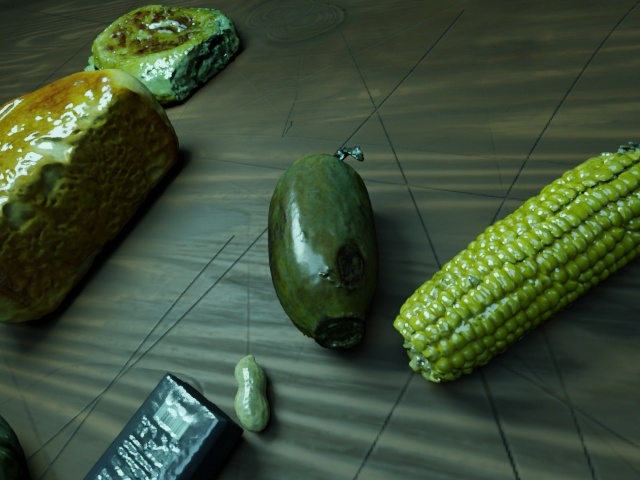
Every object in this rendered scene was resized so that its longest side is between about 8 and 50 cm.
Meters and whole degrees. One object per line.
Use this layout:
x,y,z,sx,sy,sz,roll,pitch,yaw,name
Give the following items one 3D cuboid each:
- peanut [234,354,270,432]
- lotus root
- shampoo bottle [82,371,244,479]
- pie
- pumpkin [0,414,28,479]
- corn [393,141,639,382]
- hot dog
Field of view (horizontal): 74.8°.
-0.073,0.160,0.445,0.037,0.037,0.083,-18,45,6,peanut
0.000,0.000,0.477,0.123,0.123,0.240,-2,51,-1,lotus root
-0.204,0.280,0.379,0.098,0.071,0.309,24,66,30,shampoo bottle
-0.345,-0.417,0.916,0.289,0.102,0.354,32,68,28,pie
-0.419,0.269,0.405,0.238,0.159,0.237,-12,31,8,pumpkin
0.209,0.019,0.406,0.318,0.115,0.115,-34,52,-4,corn
-0.421,-0.086,0.647,0.223,0.185,0.405,16,62,26,hot dog
